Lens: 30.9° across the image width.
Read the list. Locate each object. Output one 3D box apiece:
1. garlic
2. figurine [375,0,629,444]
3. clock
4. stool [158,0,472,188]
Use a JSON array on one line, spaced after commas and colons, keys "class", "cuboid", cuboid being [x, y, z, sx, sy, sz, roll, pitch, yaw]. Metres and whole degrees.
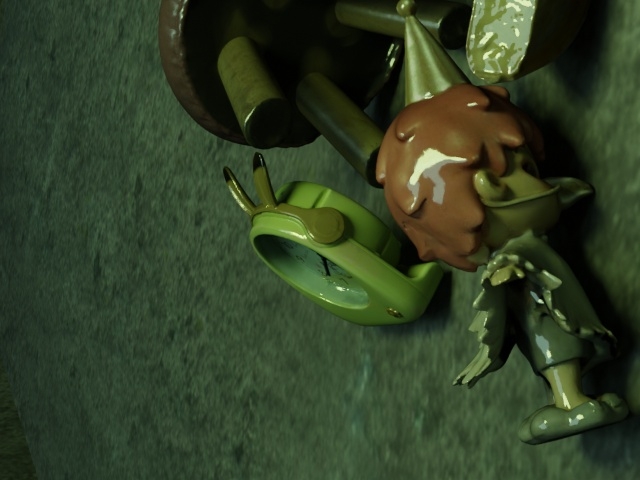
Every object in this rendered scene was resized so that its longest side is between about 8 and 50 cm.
[{"class": "garlic", "cuboid": [0.176, -0.222, 0.936, 0.087, 0.101, 0.196, 20, 106, 28]}, {"class": "figurine", "cuboid": [0.145, -0.022, 0.968, 0.207, 0.166, 0.387, 49, -158, -73]}, {"class": "clock", "cuboid": [0.000, 0.000, 1.176, 0.069, 0.232, 0.170, -58, 19, -18]}, {"class": "stool", "cuboid": [-0.004, -0.192, 1.119, 0.178, 0.272, 0.272, 40, 127, 48]}]
